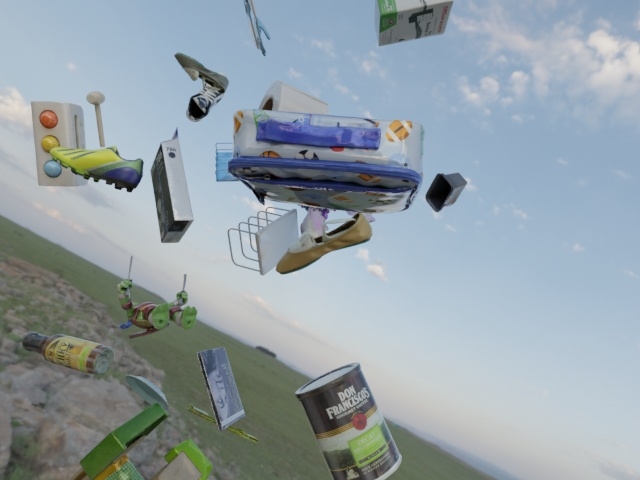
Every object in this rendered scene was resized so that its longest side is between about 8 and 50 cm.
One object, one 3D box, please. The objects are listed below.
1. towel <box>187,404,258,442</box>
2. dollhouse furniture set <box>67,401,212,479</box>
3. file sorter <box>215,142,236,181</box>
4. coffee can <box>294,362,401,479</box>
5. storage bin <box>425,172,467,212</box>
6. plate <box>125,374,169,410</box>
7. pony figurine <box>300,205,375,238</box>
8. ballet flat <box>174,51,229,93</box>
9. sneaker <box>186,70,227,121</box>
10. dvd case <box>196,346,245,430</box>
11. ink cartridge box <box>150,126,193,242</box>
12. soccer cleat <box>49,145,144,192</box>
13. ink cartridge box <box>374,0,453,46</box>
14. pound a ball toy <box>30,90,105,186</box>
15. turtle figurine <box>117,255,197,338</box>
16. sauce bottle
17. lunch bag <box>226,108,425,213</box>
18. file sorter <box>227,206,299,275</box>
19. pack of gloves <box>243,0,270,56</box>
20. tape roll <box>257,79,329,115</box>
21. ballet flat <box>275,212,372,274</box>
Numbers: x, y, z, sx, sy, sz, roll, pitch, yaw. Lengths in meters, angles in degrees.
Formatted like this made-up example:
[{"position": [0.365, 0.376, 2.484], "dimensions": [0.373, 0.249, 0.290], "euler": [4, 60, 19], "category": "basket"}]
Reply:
[{"position": [-0.307, 0.574, 1.321], "dimensions": [0.237, 0.021, 0.102], "euler": [7, -29, 33], "category": "towel"}, {"position": [-0.401, 0.511, 0.839], "dimensions": [0.197, 0.301, 0.151], "euler": [48, 10, 5], "category": "dollhouse furniture set"}, {"position": [-0.470, -0.397, 2.124], "dimensions": [0.118, 0.170, 0.104], "euler": [-2, -23, -8], "category": "file sorter"}, {"position": [0.075, 0.510, 1.170], "dimensions": [0.275, 0.202, 0.201], "euler": [65, -14, 9], "category": "coffee can"}, {"position": [0.444, -0.170, 1.459], "dimensions": [0.098, 0.091, 0.135], "euler": [59, -27, 29], "category": "storage bin"}, {"position": [-0.598, 0.523, 1.465], "dimensions": [0.188, 0.024, 0.188], "euler": [18, -45, 19], "category": "plate"}, {"position": [0.015, -0.169, 1.712], "dimensions": [0.351, 0.303, 0.363], "euler": [52, -17, 43], "category": "pony figurine"}, {"position": [-0.426, -0.594, 1.512], "dimensions": [0.213, 0.068, 0.072], "euler": [17, -6, -42], "category": "ballet flat"}, {"position": [-0.451, -0.566, 1.673], "dimensions": [0.094, 0.235, 0.153], "euler": [44, 7, -26], "category": "sneaker"}, {"position": [-0.290, 0.428, 1.241], "dimensions": [0.164, 0.018, 0.221], "euler": [41, 28, -75], "category": "dvd case"}, {"position": [-0.469, -0.174, 1.305], "dimensions": [0.065, 0.332, 0.165], "euler": [-1, -24, -34], "category": "ink cartridge box"}, {"position": [-0.664, -0.237, 1.264], "dimensions": [0.289, 0.121, 0.093], "euler": [19, -9, 7], "category": "soccer cleat"}, {"position": [0.269, -0.668, 1.237], "dimensions": [0.208, 0.086, 0.153], "euler": [-9, -9, 5], "category": "ink cartridge box"}, {"position": [-0.839, -0.342, 1.408], "dimensions": [0.208, 0.319, 0.136], "euler": [2, 11, -3], "category": "pound a ball toy"}, {"position": [-0.492, 0.166, 1.272], "dimensions": [0.266, 0.274, 0.198], "euler": [8, -38, 42], "category": "turtle figurine"}, {"position": [-0.948, 0.415, 1.574], "dimensions": [0.344, 0.111, 0.111], "euler": [8, -21, 13], "category": "sauce bottle"}, {"position": [0.006, -0.119, 0.667], "dimensions": [0.303, 0.115, 0.243], "euler": [4, -6, 6], "category": "lunch bag"}, {"position": [-0.240, -0.013, 1.821], "dimensions": [0.173, 0.278, 0.192], "euler": [13, -59, 28], "category": "file sorter"}, {"position": [-0.209, -0.735, 1.369], "dimensions": [0.232, 0.046, 0.195], "euler": [79, -10, -46], "category": "pack of gloves"}, {"position": [-0.106, -0.368, 1.363], "dimensions": [0.169, 0.246, 0.246], "euler": [16, -10, -27], "category": "tape roll"}, {"position": [0.000, 0.000, 0.932], "dimensions": [0.080, 0.232, 0.073], "euler": [-129, -162, -68], "category": "ballet flat"}]
